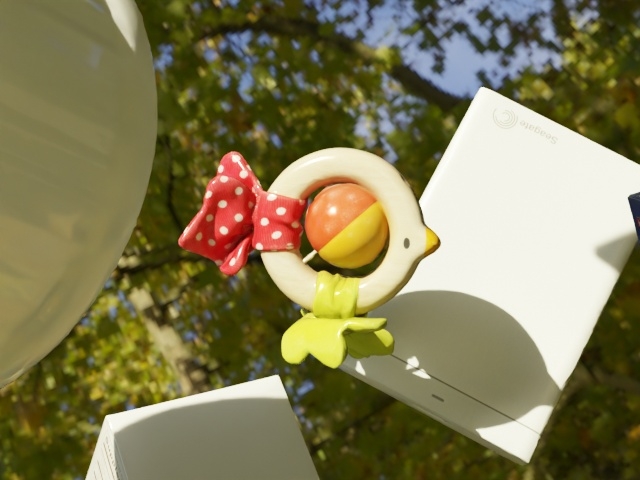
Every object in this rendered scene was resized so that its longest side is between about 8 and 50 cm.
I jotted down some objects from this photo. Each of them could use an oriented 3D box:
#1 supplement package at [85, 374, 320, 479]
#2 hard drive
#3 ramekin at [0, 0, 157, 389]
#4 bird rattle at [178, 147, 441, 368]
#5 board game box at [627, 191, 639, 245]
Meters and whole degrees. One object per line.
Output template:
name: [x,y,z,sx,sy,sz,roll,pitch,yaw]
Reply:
supplement package: [-0.096,0.224,1.023,0.139,0.134,0.244,-11,-28,-25]
hard drive: [0.199,0.034,1.496,0.353,0.233,0.047,-61,-5,-13]
ramekin: [-0.226,-0.060,0.621,0.277,0.277,0.135,-40,-20,8]
bird rattle: [0.000,0.000,1.343,0.207,0.253,0.143,-40,-15,9]
board game box: [0.382,-0.030,1.091,0.194,0.194,0.060,-23,-73,-13]
